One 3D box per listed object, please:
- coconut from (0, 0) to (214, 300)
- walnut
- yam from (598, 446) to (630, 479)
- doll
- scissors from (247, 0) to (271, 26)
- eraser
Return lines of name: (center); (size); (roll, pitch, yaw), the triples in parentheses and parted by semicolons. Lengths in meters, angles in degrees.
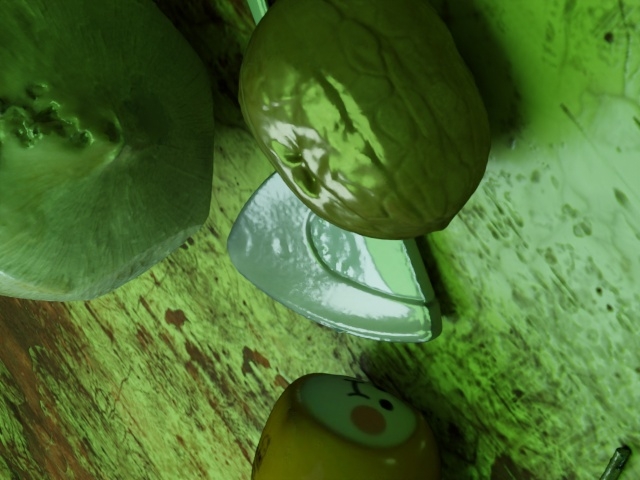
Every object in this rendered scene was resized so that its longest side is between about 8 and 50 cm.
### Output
coconut: (-0.271, -0.109, 1.329); (0.360, 0.346, 0.346); (-6, 109, 53)
walnut: (0.039, -0.106, 1.079); (0.226, 0.193, 0.193); (52, 145, 5)
yam: (0.248, 0.213, 1.185); (0.014, 0.014, 0.107); (42, 141, 25)
doll: (0.049, 0.243, 1.327); (0.236, 0.213, 0.213); (19, 143, -9)
scissors: (-0.070, -0.255, 1.237); (0.101, 0.027, 0.204); (-2, 111, 54)
eraser: (0.001, -0.001, 1.304); (0.243, 0.059, 0.204); (-4, 111, 49)
